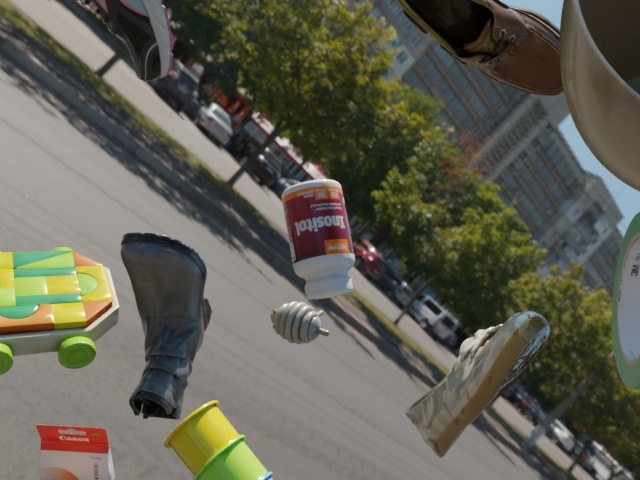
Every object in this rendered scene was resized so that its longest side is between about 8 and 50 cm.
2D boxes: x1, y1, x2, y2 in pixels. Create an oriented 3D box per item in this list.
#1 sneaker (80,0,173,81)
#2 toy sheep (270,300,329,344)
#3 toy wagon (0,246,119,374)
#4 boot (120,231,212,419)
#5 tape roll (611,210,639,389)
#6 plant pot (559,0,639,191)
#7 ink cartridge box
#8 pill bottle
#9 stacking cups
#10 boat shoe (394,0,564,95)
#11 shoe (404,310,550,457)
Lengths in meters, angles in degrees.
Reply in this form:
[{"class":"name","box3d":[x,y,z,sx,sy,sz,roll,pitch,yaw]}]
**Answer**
[{"class":"sneaker","box3d":[-0.177,-0.212,0.487,0.072,0.077,0.178,46,-25,54]},{"class":"toy sheep","box3d":[-0.041,0.161,1.194,0.132,0.091,0.091,10,-14,27]},{"class":"toy wagon","box3d":[-0.515,0.104,0.997,0.344,0.068,0.267,-1,34,-29]},{"class":"boot","box3d":[-0.253,0.154,0.985,0.118,0.223,0.338,3,-33,9]},{"class":"tape roll","box3d":[0.599,0.107,1.091,0.077,0.322,0.321,4,-8,13]},{"class":"plant pot","box3d":[0.330,-0.137,0.512,0.284,0.284,0.191,45,-12,20]},{"class":"ink cartridge box","box3d":[-0.509,0.455,1.267,0.145,0.179,0.045,5,38,-3]},{"class":"pill bottle","box3d":[0.000,0.000,0.834,0.086,0.086,0.152,34,44,-75]},{"class":"stacking cups","box3d":[-0.081,0.365,0.815,0.316,0.096,0.096,47,3,18]},{"class":"boat shoe","box3d":[0.228,-0.285,0.858,0.307,0.111,0.104,28,39,-5]},{"class":"shoe","box3d":[0.135,0.130,0.564,0.058,0.076,0.219,44,-41,23]}]
